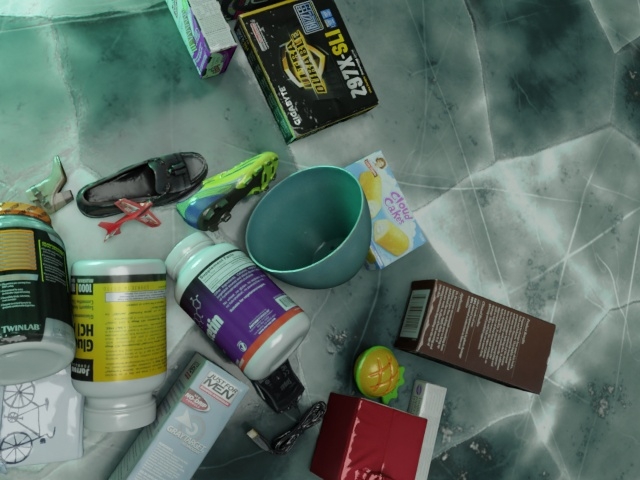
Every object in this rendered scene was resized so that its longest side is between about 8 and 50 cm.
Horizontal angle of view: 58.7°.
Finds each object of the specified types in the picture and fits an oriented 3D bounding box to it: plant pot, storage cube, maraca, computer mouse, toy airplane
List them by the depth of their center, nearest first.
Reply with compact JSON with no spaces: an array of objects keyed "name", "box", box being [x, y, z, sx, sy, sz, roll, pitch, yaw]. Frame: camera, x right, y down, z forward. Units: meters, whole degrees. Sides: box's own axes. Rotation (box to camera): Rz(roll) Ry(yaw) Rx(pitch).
[{"name":"toy airplane","box":[-0.418,-0.049,1.247,0.151,0.151,0.028,-26,62,-19]},{"name":"plant pot","box":[0.000,0.000,1.318,0.290,0.290,0.195,-54,138,-16]},{"name":"storage cube","box":[0.110,0.476,1.318,0.183,0.215,0.193,21,72,-15]},{"name":"computer mouse","box":[-0.119,0.371,1.331,0.184,0.060,0.262,-43,110,-22]},{"name":"maraca","box":[0.150,0.333,1.407,0.185,0.099,0.127,43,74,-38]}]

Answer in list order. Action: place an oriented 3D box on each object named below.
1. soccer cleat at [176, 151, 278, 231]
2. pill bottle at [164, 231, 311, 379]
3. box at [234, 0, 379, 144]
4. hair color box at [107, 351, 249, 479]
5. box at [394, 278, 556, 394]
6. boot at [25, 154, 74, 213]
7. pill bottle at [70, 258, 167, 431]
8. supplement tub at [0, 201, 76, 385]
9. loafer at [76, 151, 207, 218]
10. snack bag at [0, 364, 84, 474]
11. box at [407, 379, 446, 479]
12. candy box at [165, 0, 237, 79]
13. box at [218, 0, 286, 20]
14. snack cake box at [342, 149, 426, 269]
[{"name":"soccer cleat","box":[-0.210,-0.133,1.320,0.121,0.093,0.289,29,54,23]},{"name":"pill bottle","box":[-0.187,0.133,1.233,0.323,0.181,0.181,42,72,14]},{"name":"box","box":[-0.032,-0.437,1.430,0.257,0.079,0.322,-25,93,-21]},{"name":"hair color box","box":[-0.313,0.427,1.188,0.113,0.185,0.374,37,75,-13]},{"name":"box","box":[0.402,0.248,1.478,0.381,0.143,0.191,22,78,-14]},{"name":"boot","box":[-0.590,-0.117,1.228,0.087,0.042,0.118,-19,84,-12]},{"name":"pill bottle","box":[-0.413,0.206,1.172,0.187,0.188,0.334,-1,87,-19]},{"name":"supplement tub","box":[-0.580,0.095,1.081,0.193,0.194,0.316,-9,59,-19]},{"name":"loafer","box":[-0.388,-0.125,1.266,0.302,0.095,0.109,-22,92,-19]},{"name":"snack bag","box":[-0.637,0.308,1.136,0.342,0.037,0.323,6,83,-30]},{"name":"box","box":[0.242,0.520,1.434,0.067,0.063,0.324,18,79,-18]},{"name":"candy box","box":[-0.282,-0.513,1.307,0.071,0.159,0.233,-24,92,-20]},{"name":"box","box":[-0.156,-0.641,1.359,0.270,0.165,0.143,-21,91,-19]},{"name":"snack cake box","box":[0.137,-0.075,1.444,0.152,0.089,0.264,-29,95,-18]}]
